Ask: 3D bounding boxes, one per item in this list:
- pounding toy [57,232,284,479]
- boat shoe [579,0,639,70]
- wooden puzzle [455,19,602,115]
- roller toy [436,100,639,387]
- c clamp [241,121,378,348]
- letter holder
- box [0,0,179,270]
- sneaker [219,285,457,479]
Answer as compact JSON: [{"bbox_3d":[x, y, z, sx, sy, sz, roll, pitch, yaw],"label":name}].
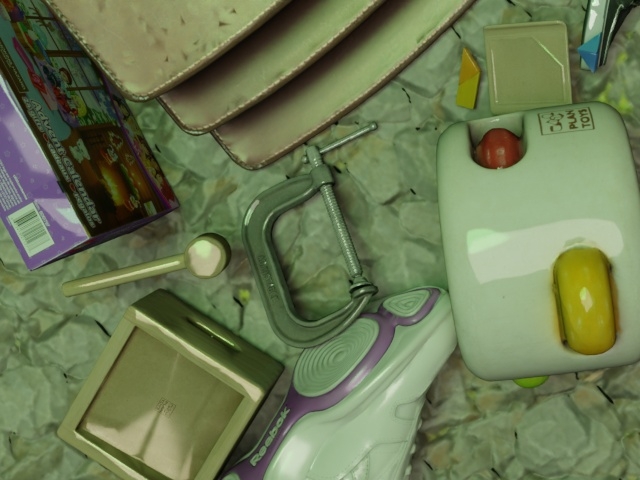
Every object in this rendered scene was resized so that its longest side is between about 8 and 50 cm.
[{"bbox_3d":[-0.122,0.082,0.965,0.181,0.094,0.206,32,102,4],"label":"pounding toy"},{"bbox_3d":[0.225,-0.196,0.889,0.040,0.049,0.142,13,97,8],"label":"boat shoe"},{"bbox_3d":[0.158,-0.131,0.905,0.116,0.014,0.078,10,115,30],"label":"wooden puzzle"},{"bbox_3d":[0.165,-0.001,0.849,0.146,0.209,0.191,-8,75,10],"label":"roller toy"},{"bbox_3d":[0.000,0.000,0.947,0.137,0.022,0.160,-20,72,20],"label":"c clamp"},{"bbox_3d":[-0.016,-0.205,0.881,0.302,0.152,0.214,-39,91,13],"label":"letter holder"},{"bbox_3d":[-0.226,-0.132,0.902,0.057,0.201,0.293,-27,92,13],"label":"box"},{"bbox_3d":[0.027,0.172,0.961,0.152,0.114,0.305,34,98,-23],"label":"sneaker"}]
